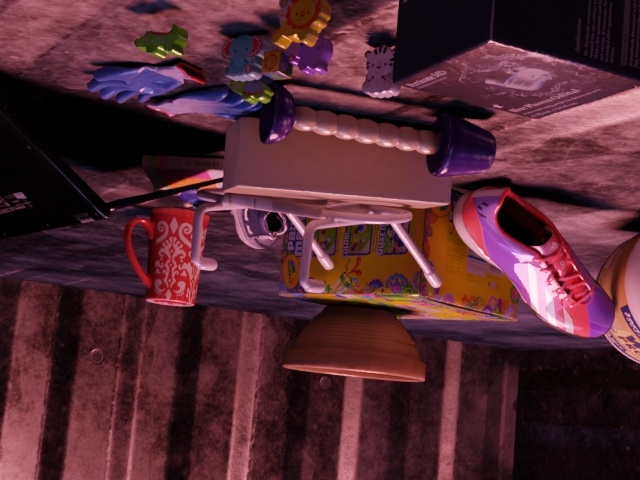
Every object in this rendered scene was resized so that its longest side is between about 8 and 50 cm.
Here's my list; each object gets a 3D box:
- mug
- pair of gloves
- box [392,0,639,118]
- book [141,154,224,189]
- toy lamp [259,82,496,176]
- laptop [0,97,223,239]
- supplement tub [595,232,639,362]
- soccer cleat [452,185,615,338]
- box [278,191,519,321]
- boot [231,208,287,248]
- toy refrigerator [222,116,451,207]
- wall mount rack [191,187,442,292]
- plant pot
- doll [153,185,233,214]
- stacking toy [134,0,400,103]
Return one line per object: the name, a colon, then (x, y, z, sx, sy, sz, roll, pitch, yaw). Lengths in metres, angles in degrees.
mug: (-0.287, 0.031, 2.257, 0.150, 0.169, 0.113, 5, 171, -2)
pair of gloves: (-0.166, -0.170, 1.431, 0.159, 0.023, 0.198, -2, 168, 36)
box: (0.167, -0.172, 1.020, 0.158, 0.093, 0.156, 11, 169, -24)
book: (-0.185, -0.101, 1.828, 0.144, 0.035, 0.096, 4, 167, 7)
toy lamp: (0.071, -0.123, 1.415, 0.275, 0.080, 0.080, 7, 170, -17)
laptop: (-0.372, -0.130, 1.677, 0.382, 0.236, 0.408, -9, 132, 47)
supplement tub: (0.567, 0.077, 1.897, 0.228, 0.228, 0.316, 5, 171, 0)
soccer cleat: (0.339, 0.036, 1.831, 0.318, 0.108, 0.116, 42, 157, -13)
box: (0.134, 0.027, 1.984, 0.279, 0.177, 0.290, -2, 169, 38)
boot: (-0.089, -0.022, 1.940, 0.086, 0.069, 0.190, 40, 170, 28)
toy refrigerator: (0.021, -0.098, 1.523, 0.270, 0.094, 0.102, 5, 177, -14)
wall mount rack: (0.000, 0.000, 1.697, 0.350, 0.130, 0.304, 10, -171, 40)
plant pot: (0.058, 0.167, 2.008, 0.238, 0.109, 0.237, 5, 171, 1)
doll: (-0.178, -0.069, 1.972, 0.129, 0.046, 0.189, 0, 169, 35)
stacking toy: (-0.046, -0.186, 1.203, 0.221, 0.052, 0.167, 1, 168, 35)
